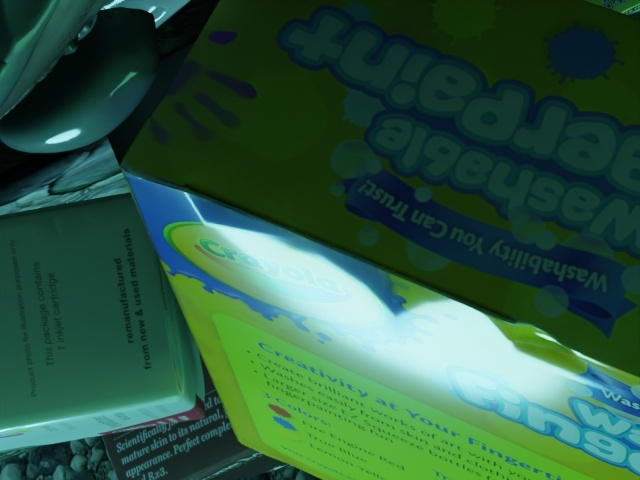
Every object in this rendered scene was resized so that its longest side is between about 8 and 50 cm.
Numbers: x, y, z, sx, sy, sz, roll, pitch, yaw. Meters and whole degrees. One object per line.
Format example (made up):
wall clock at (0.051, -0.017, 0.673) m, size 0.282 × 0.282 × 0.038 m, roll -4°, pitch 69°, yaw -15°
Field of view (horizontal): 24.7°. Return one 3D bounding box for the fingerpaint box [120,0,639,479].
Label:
fingerpaint box at (0.162, 0.065, 0.725) m, size 0.163 × 0.445 × 0.371 m, roll -62°, pitch 163°, yaw -21°

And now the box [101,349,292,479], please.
box at (-0.017, 0.118, 1.297) m, size 0.191 × 0.143 × 0.381 m, roll -28°, pitch 165°, yaw 25°

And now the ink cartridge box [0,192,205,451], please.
ink cartridge box at (-0.235, 0.072, 0.916) m, size 0.306 × 0.131 × 0.226 m, roll -11°, pitch 171°, yaw -2°

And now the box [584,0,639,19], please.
box at (0.242, -0.189, 1.140) m, size 0.087 × 0.058 × 0.232 m, roll -27°, pitch 173°, yaw 8°

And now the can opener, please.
can opener at (-0.046, -0.118, 0.580) m, size 0.074 × 0.093 × 0.280 m, roll 1°, pitch 159°, yaw -37°

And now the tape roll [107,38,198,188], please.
tape roll at (-0.028, -0.086, 0.950) m, size 0.219 × 0.072 × 0.219 m, roll -25°, pitch 173°, yaw -3°

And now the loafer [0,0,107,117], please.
loafer at (-0.093, -0.107, 0.474) m, size 0.095 × 0.109 × 0.302 m, roll -23°, pitch 171°, yaw -46°
